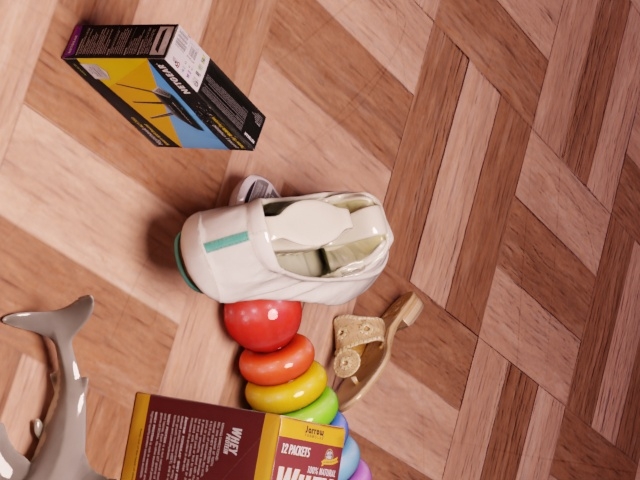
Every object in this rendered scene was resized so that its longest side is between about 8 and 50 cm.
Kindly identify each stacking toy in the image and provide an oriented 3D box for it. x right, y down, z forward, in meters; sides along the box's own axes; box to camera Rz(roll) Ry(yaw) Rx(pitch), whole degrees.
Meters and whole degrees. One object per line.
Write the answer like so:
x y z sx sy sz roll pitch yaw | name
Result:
-0.037 0.192 2.032 0.141 0.141 0.330 -39 119 -47 | stacking toy

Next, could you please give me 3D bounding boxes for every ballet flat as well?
0.000 0.000 1.939 0.400 0.139 0.139 -5 99 -59 | ballet flat

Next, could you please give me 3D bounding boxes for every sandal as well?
0.049 0.120 2.204 0.079 0.088 0.240 49 40 -8 | sandal

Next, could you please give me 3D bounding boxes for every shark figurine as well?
-0.246 0.200 1.714 0.166 0.116 0.278 31 70 -55 | shark figurine

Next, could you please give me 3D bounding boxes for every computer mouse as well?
-0.062 -0.024 2.026 0.193 0.042 0.106 44 63 -56 | computer mouse

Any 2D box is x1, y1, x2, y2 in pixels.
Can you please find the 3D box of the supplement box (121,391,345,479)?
-0.100 0.274 1.866 0.129 0.194 0.191 20 77 -55 | supplement box

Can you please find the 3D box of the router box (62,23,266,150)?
-0.156 -0.154 1.780 0.179 0.133 0.046 45 57 -49 | router box
